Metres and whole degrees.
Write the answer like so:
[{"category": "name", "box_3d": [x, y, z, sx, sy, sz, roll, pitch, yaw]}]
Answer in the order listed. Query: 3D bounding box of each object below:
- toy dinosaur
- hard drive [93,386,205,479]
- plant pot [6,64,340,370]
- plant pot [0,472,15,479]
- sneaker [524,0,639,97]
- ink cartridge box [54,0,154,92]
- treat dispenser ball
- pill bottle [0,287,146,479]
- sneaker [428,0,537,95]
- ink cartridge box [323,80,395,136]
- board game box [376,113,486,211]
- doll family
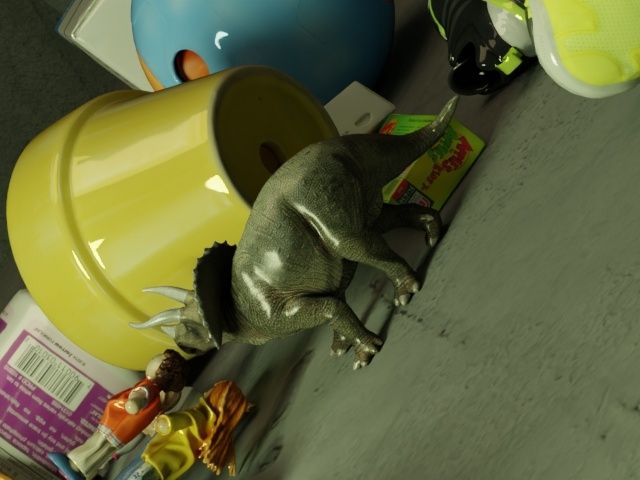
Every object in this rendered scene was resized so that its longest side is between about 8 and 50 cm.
[{"category": "toy dinosaur", "box_3d": [0.000, 0.000, 1.526, 0.313, 0.160, 0.121, -52, 14, 10]}, {"category": "hard drive", "box_3d": [-0.222, 0.290, 1.802, 0.203, 0.040, 0.307, -32, 24, 57]}, {"category": "plant pot", "box_3d": [-0.112, -0.037, 1.705, 0.239, 0.254, 0.254, -27, 27, 42]}, {"category": "plant pot", "box_3d": [-0.345, 0.323, 1.670, 0.205, 0.205, 0.188, -83, 16, -65]}, {"category": "sneaker", "box_3d": [0.278, -0.263, 1.294, 0.384, 0.145, 0.147, -54, 13, 5]}, {"category": "ink cartridge box", "box_3d": [-0.191, -0.261, 2.555, 0.166, 0.285, 0.395, -55, 13, 0]}, {"category": "treat dispenser ball", "box_3d": [-0.063, -0.242, 2.074, 0.288, 0.288, 0.288, -49, 14, 17]}, {"category": "pill bottle", "box_3d": [-0.307, 0.210, 1.837, 0.301, 0.169, 0.169, -54, 13, -6]}, {"category": "sneaker", "box_3d": [0.133, -0.178, 1.693, 0.097, 0.084, 0.235, -55, 13, -5]}, {"category": "ink cartridge box", "box_3d": [0.013, -0.078, 1.799, 0.088, 0.052, 0.122, -43, -15, -46]}, {"category": "board game box", "box_3d": [0.076, -0.063, 1.679, 0.092, 0.043, 0.181, -54, 14, -5]}, {"category": "doll family", "box_3d": [-0.132, 0.177, 1.645, 0.163, 0.118, 0.263, -44, -2, -11]}]
